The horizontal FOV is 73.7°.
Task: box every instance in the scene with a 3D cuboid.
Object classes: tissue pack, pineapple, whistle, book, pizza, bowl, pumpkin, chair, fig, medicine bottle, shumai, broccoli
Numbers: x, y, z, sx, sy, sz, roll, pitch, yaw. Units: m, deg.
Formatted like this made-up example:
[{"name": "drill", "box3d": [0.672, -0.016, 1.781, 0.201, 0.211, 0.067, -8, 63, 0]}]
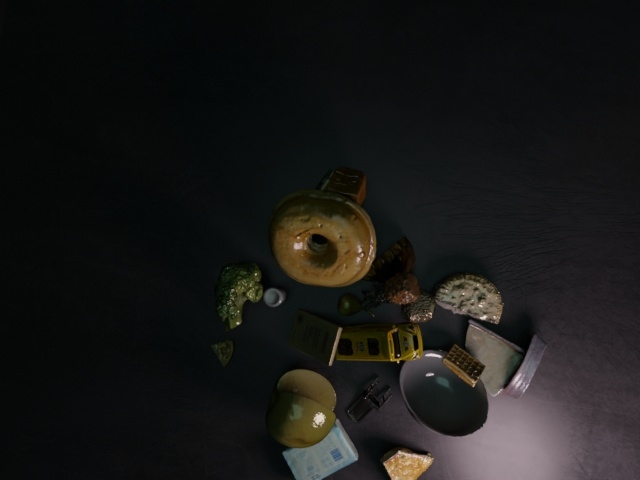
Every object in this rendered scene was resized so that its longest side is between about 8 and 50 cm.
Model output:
[{"name": "tissue pack", "box3d": [-0.001, 0.867, 1.745, 0.263, 0.089, 0.177, -32, 83, 7]}, {"name": "pineapple", "box3d": [0.264, 0.210, 1.679, 0.247, 0.128, 0.128, -26, 84, 36]}, {"name": "whistle", "box3d": [-0.032, -0.157, 1.802, 0.068, 0.057, 0.327, 37, 92, 7]}, {"name": "book", "box3d": [-0.024, 0.388, 1.736, 0.230, 0.026, 0.161, 16, 91, 40]}, {"name": "pizza", "box3d": [-0.431, 0.478, 1.841, 0.108, 0.026, 0.123, 18, 90, 9]}, {"name": "pizza", "box3d": [0.342, 0.884, 1.714, 0.204, 0.080, 0.188, -33, 107, -5]}, {"name": "bowl", "box3d": [0.447, 0.608, 1.640, 0.345, 0.346, 0.157, 21, 134, 7]}, {"name": "pumpkin", "box3d": [0.296, 0.115, 1.718, 0.254, 0.130, 0.149, -43, 83, 2]}, {"name": "chair", "box3d": [0.190, 0.661, 1.722, 0.084, 0.101, 0.212, 42, 92, 7]}, {"name": "fig", "box3d": [0.142, 0.277, 1.772, 0.166, 0.093, 0.094, 20, 90, -32]}, {"name": "medicine bottle", "box3d": [-0.186, 0.229, 1.769, 0.080, 0.130, 0.081, 0, 88, 6]}, {"name": "shumai", "box3d": [0.393, 0.263, 1.709, 0.145, 0.116, 0.146, -5, 70, 13]}, {"name": "broccoli", "box3d": [-0.323, 0.233, 1.722, 0.185, 0.254, 0.303, 0, 88, 7]}]

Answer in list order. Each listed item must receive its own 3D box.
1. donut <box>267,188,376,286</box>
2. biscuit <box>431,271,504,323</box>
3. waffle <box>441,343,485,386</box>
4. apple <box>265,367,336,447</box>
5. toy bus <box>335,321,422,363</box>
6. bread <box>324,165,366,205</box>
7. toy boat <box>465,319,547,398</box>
[{"name": "donut", "box3d": [0.000, 0.000, 1.668, 0.448, 0.198, 0.450, 7, 117, 13]}, {"name": "biscuit", "box3d": [0.587, 0.217, 1.701, 0.280, 0.084, 0.179, 16, 90, 8]}, {"name": "waffle", "box3d": [0.554, 0.480, 1.652, 0.148, 0.042, 0.102, 37, 49, 23]}, {"name": "apple", "box3d": [-0.074, 0.651, 1.665, 0.254, 0.292, 0.292, 27, 91, -11]}, {"name": "toy bus", "box3d": [0.220, 0.402, 1.662, 0.330, 0.151, 0.145, -9, 84, 33]}, {"name": "bread", "box3d": [0.104, -0.195, 1.722, 0.148, 0.158, 0.143, 18, 53, 8]}, {"name": "toy boat", "box3d": [0.710, 0.474, 1.677, 0.293, 0.111, 0.276, 10, 91, 20]}]
